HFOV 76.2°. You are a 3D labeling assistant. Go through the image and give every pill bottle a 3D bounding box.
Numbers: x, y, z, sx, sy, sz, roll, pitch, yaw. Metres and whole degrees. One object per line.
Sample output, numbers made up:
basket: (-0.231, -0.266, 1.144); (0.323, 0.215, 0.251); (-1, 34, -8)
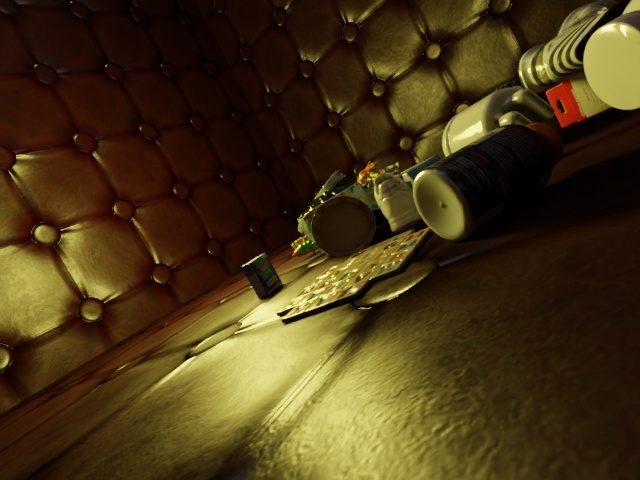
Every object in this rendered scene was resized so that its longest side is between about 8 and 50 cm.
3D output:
pill bottle: (0.747, -0.424, 0.775); (0.407, 0.229, 0.229); (-28, 5, 2)
pill bottle: (0.286, -0.109, 0.678); (0.245, 0.130, 0.130); (-30, 5, -17)

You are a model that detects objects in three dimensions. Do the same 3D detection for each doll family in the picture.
doll family: (0.229, -0.250, 1.625); (0.163, 0.118, 0.263); (-14, -5, 5)

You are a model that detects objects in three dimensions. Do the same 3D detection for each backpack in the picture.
backpack: (0.053, -0.070, 1.234); (0.225, 0.191, 0.253); (-31, -2, -7)

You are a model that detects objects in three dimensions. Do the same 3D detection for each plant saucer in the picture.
plant saucer: (0.061, -0.035, 1.077); (0.168, 0.168, 0.029); (-28, -16, 1)

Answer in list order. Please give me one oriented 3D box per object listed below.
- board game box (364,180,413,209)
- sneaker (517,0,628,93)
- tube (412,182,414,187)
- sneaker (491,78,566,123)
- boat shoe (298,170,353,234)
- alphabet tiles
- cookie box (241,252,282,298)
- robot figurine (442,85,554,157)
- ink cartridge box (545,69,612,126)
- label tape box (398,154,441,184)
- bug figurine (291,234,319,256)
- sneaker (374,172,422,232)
board game box: (0.162, -0.127, 1.591); (0.253, 0.079, 0.336); (-15, -4, -33)
sneaker: (0.803, -0.581, 1.153); (0.447, 0.169, 0.257); (-39, 17, -18)
tube: (0.334, -0.174, 1.657); (0.080, 0.052, 0.207); (-20, -6, -30)
sneaker: (0.734, -0.450, 1.388); (0.343, 0.134, 0.146); (4, -10, -6)
boat shoe: (0.024, -0.109, 1.470); (0.306, 0.105, 0.113); (-52, -9, 34)
alphabet tiles: (0.071, 0.061, 0.827); (0.285, 0.011, 0.342); (-26, 5, 34)
cookie box: (-0.170, 0.102, 1.195); (0.040, 0.107, 0.092); (-25, 7, 26)
robot figurine: (0.494, -0.311, 1.191); (0.300, 0.200, 0.353); (-58, 11, -11)
ink cartridge box: (0.821, -0.451, 1.211); (0.078, 0.134, 0.231); (-34, 7, -41)
label tape box: (0.432, -0.278, 1.806); (0.240, 0.106, 0.333); (-32, 6, -34)
bug figurine: (0.000, 0.000, 1.507); (0.216, 0.072, 0.279); (-23, -2, -12)
sneaker: (0.211, -0.117, 1.072); (0.114, 0.152, 0.305); (-29, 3, 15)
